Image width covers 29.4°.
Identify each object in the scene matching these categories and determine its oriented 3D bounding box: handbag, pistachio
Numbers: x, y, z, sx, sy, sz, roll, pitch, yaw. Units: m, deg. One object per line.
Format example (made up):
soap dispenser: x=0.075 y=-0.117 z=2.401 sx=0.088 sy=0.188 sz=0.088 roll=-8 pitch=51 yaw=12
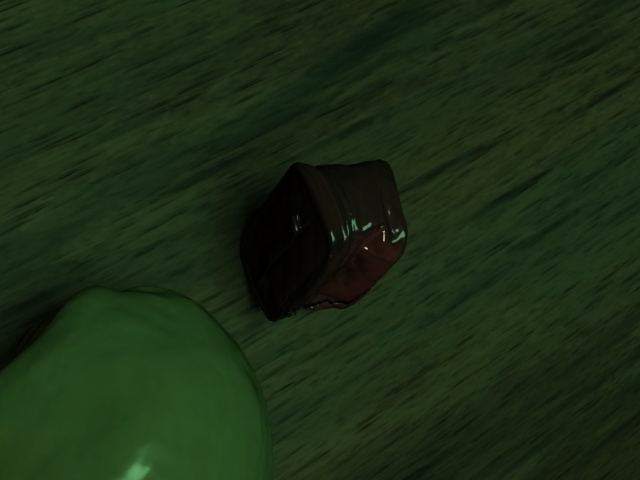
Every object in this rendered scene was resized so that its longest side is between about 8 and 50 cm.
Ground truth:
handbag: x=0.000 y=0.000 z=1.480 sx=0.135 sy=0.225 sz=0.146 roll=-5 pitch=65 yaw=-31
pistachio: x=-0.227 y=0.256 z=1.294 sx=0.365 sy=0.281 sz=0.445 roll=20 pitch=60 yaw=-20
